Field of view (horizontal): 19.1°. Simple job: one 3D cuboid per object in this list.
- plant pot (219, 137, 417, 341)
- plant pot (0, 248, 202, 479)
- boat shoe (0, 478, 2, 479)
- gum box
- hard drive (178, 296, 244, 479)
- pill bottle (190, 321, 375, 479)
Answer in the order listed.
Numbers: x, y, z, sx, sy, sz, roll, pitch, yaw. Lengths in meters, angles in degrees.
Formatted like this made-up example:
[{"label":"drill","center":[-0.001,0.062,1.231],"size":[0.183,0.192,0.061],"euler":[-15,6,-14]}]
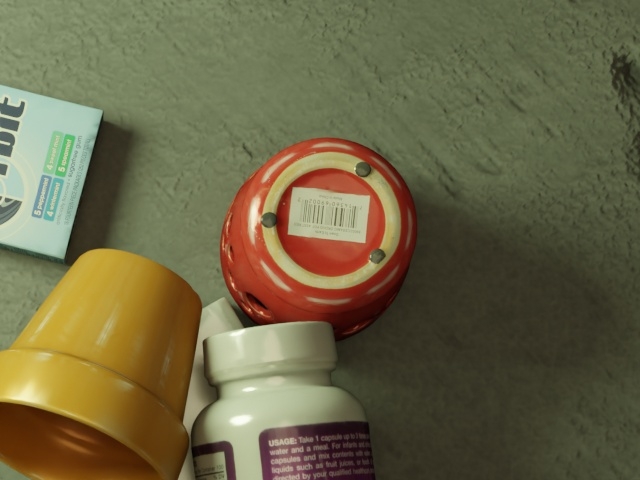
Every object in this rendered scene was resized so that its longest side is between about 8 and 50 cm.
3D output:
[{"label":"plant pot","center":[0.000,0.000,1.855],"size":[0.191,0.174,0.191],"euler":[1,82,-6]},{"label":"plant pot","center":[-0.201,0.119,1.768],"size":[0.205,0.205,0.188],"euler":[22,62,-2]},{"label":"boat shoe","center":[-0.384,0.305,1.813],"size":[0.226,0.083,0.076],"euler":[-30,62,-18]},{"label":"gum box","center":[-0.324,-0.075,1.896],"size":[0.184,0.041,0.157],"euler":[14,79,-5]},{"label":"hard drive","center":[-0.103,0.237,1.867],"size":[0.203,0.040,0.307],"euler":[-30,85,-11]},{"label":"pill bottle","center":[-0.031,0.233,1.769],"size":[0.169,0.169,0.301],"euler":[-6,81,-8]}]
